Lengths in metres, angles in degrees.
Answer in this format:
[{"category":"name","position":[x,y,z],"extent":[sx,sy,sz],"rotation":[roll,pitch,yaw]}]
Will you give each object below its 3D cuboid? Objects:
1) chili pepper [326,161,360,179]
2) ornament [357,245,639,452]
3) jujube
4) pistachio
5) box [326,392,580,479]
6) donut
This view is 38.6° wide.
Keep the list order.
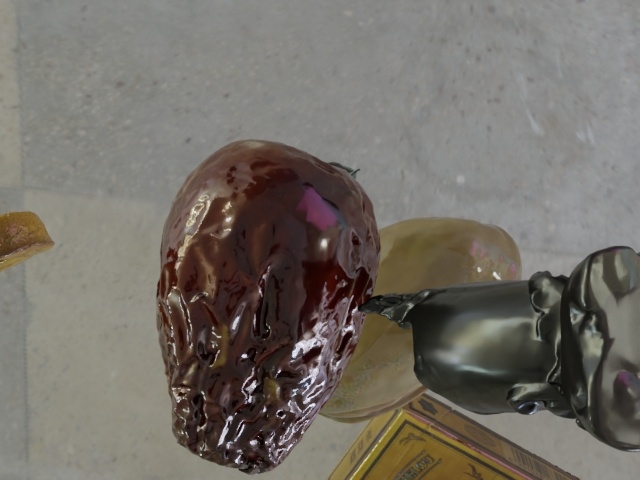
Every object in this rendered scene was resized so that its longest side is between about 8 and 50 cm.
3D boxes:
[{"category":"chili pepper","position":[0.000,0.000,1.286],"extent":[0.088,0.059,0.227],"rotation":[-7,123,-23]},{"category":"ornament","position":[0.170,0.064,0.585],"extent":[0.251,0.260,0.106],"rotation":[4,84,-23]},{"category":"jujube","position":[-0.046,0.048,0.661],"extent":[0.168,0.168,0.237],"rotation":[14,92,5]},{"category":"pistachio","position":[0.087,0.078,0.993],"extent":[0.293,0.162,0.181],"rotation":[-37,59,-6]},{"category":"box","position":[0.180,0.343,1.225],"extent":[0.301,0.084,0.193],"rotation":[30,108,-10]},{"category":"donut","position":[-0.399,0.011,1.095],"extent":[0.151,0.152,0.058],"rotation":[-22,90,15]}]
